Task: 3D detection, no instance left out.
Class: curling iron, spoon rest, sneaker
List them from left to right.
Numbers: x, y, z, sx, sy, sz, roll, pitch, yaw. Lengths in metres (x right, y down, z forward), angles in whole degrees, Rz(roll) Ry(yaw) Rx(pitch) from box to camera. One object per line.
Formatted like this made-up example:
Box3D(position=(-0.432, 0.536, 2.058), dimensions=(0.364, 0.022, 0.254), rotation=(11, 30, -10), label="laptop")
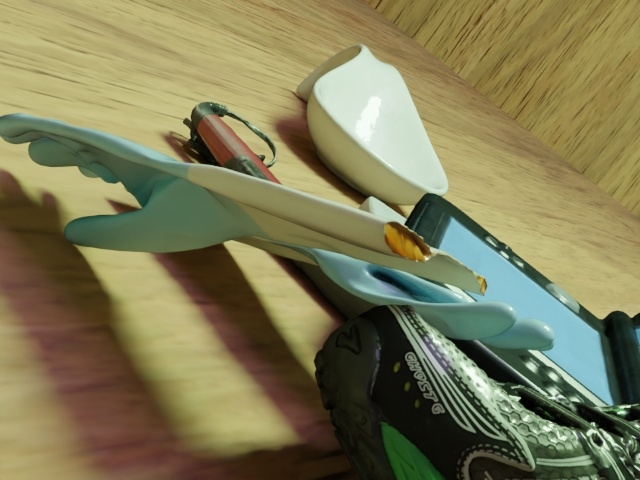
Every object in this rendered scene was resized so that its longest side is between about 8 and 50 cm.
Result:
Box3D(position=(0.000, 0.000, 0.765), dimensions=(0.068, 0.035, 0.274), rotation=(21, 20, -49), label="curling iron")
Box3D(position=(0.038, -0.108, 1.123), dimensions=(0.137, 0.084, 0.276), rotation=(32, 14, -20), label="spoon rest")
Box3D(position=(0.143, 0.102, 0.547), dimensions=(0.343, 0.146, 0.134), rotation=(28, 16, -29), label="sneaker")

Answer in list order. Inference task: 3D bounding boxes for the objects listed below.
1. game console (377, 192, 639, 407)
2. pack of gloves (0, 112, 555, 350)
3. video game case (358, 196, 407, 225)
Box3D(position=(0.188, 0.019, 0.764), dimensions=(0.250, 0.173, 0.293), rotation=(39, 13, 1), label="game console")
Box3D(position=(-0.024, 0.011, 0.566), dimensions=(0.232, 0.046, 0.195), rotation=(18, -8, 36), label="pack of gloves")
Box3D(position=(0.124, 0.067, 0.872), dimensions=(0.227, 0.026, 0.206), rotation=(34, 14, -12), label="video game case")
